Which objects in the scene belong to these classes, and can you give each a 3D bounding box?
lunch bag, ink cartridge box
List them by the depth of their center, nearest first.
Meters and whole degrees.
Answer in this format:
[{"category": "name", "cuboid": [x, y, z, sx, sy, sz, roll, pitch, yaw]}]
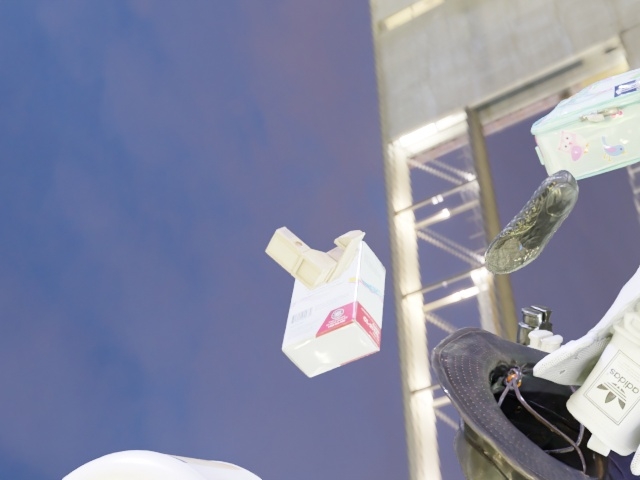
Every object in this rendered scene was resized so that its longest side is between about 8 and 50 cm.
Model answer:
[{"category": "lunch bag", "cuboid": [0.426, -0.175, 1.237, 0.279, 0.224, 0.108, -30, -76, -54]}, {"category": "ink cartridge box", "cuboid": [0.024, 0.099, 1.303, 0.072, 0.127, 0.175, 50, -150, -28]}]

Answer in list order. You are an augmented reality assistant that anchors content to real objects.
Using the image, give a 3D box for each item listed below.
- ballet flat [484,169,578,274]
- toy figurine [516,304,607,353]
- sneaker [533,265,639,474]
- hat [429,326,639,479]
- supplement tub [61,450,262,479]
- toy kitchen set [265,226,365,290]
[{"category": "ballet flat", "cuboid": [0.274, -0.018, 1.134, 0.057, 0.173, 0.049, 34, -147, -5]}, {"category": "toy figurine", "cuboid": [0.408, 0.203, 1.380, 0.209, 0.213, 0.148, -60, -26, -75]}, {"category": "sneaker", "cuboid": [0.284, 0.063, 0.673, 0.137, 0.210, 0.366, 47, 173, 30]}, {"category": "hat", "cuboid": [0.246, 0.234, 0.937, 0.331, 0.134, 0.331, 21, -161, -8]}, {"category": "supplement tub", "cuboid": [-0.151, 0.351, 0.945, 0.316, 0.228, 0.228, 51, -155, -68]}, {"category": "toy kitchen set", "cuboid": [0.000, 0.000, 1.005, 0.075, 0.068, 0.083, 40, -148, 17]}]
